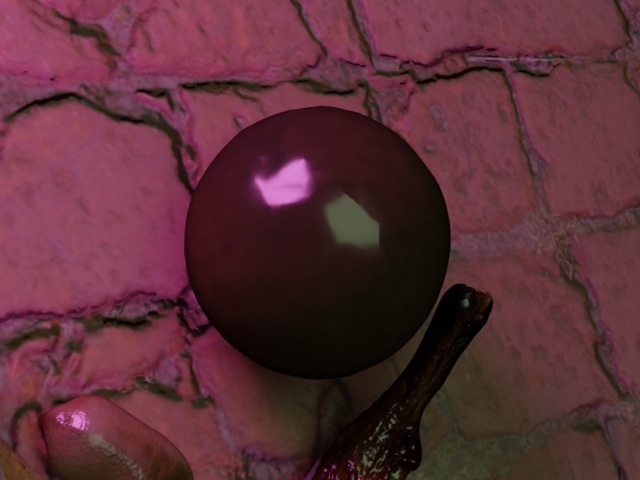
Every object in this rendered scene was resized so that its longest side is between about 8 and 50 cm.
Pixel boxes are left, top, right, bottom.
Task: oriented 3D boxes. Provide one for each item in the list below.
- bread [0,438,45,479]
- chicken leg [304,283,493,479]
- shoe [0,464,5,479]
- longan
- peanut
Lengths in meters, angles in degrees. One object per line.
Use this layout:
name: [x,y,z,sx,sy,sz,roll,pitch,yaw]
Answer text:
bread: [-0.262,0.237,0.817,0.147,0.127,0.152,47,21,-3]
chicken leg: [0.043,0.219,0.949,0.095,0.158,0.407,29,78,-3]
shoe: [-0.275,0.117,0.680,0.131,0.160,0.363,-3,36,-23]
longan: [0.000,0.000,0.946,0.258,0.258,0.258,9,71,-28]
peanut: [-0.173,0.187,0.886,0.152,0.076,0.076,35,61,-15]
